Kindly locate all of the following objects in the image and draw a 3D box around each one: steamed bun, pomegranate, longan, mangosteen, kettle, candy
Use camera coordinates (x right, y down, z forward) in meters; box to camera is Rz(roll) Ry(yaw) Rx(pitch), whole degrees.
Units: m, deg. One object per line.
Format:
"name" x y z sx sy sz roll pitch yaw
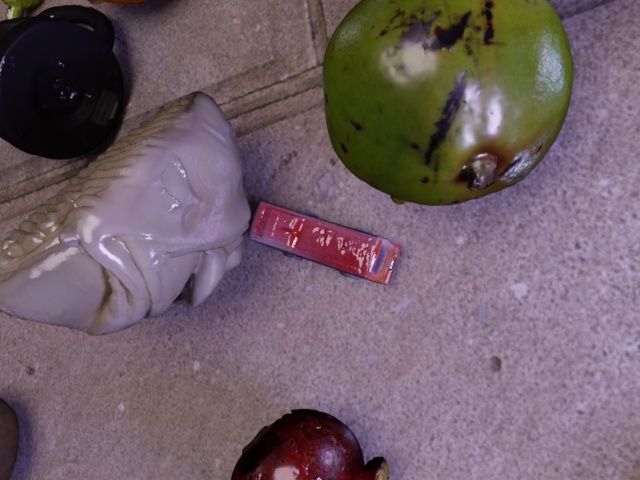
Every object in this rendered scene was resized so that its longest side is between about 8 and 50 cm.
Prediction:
"steamed bun" -0.215 -0.006 0.868 0.310 0.219 0.324 -26 27 30
"pomegranate" 0.120 -0.191 0.745 0.260 0.260 0.340 -29 66 21
"longan" -0.541 0.319 1.046 0.167 0.167 0.187 16 67 29
"mangosteen" -0.008 0.279 0.776 0.180 0.166 0.166 36 99 1
"kettle" -0.465 -0.271 1.087 0.271 0.207 0.250 18 97 37
"candy" -0.549 -0.362 1.229 0.077 0.073 0.262 17 96 47

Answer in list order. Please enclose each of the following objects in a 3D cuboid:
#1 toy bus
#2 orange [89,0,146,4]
"toy bus" 0.000 0.000 0.859 0.192 0.077 0.065 17 87 28
"orange" -0.318 -0.473 1.032 0.240 0.240 0.240 -5 79 27
